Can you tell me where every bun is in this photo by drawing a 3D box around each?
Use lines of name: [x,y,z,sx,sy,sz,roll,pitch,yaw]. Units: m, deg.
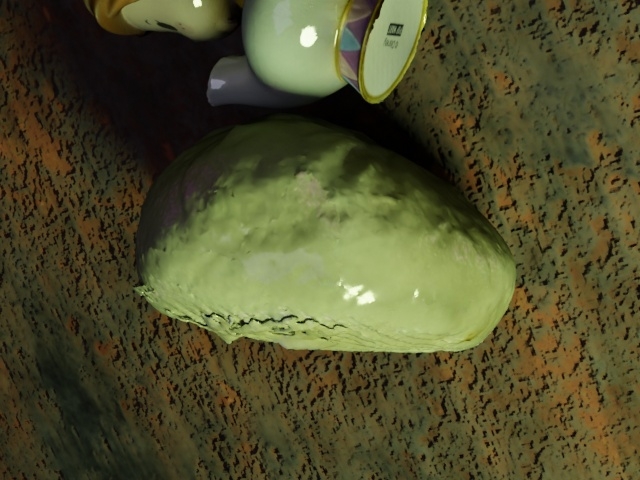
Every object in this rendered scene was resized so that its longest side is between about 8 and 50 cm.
bun: [0.001,-0.001,1.144,0.273,0.273,0.168,6,81,28]

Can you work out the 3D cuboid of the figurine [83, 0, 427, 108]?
figurine: [-0.059,-0.191,1.140,0.263,0.142,0.189,24,97,20]
